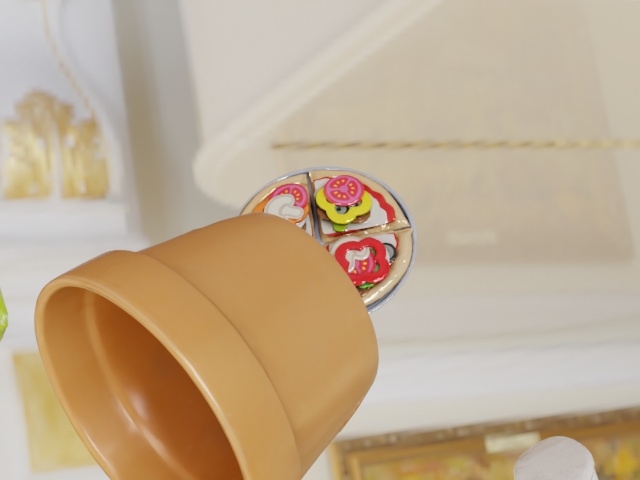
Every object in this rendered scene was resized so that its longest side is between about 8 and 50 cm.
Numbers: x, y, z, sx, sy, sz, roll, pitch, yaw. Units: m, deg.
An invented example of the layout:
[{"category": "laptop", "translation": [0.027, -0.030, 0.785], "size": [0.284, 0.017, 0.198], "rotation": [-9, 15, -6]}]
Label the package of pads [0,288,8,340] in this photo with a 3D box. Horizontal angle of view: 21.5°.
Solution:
[{"category": "package of pads", "translation": [-0.476, 0.005, 1.833], "size": [0.229, 0.296, 0.101], "rotation": [-3, 144, -30]}]

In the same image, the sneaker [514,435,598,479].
[{"category": "sneaker", "translation": [0.250, 0.271, 1.619], "size": [0.080, 0.094, 0.212], "rotation": [-25, -153, -2]}]

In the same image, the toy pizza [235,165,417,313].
[{"category": "toy pizza", "translation": [0.000, 0.000, 1.762], "size": [0.201, 0.201, 0.032], "rotation": [-9, 147, 1]}]

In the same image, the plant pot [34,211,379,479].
[{"category": "plant pot", "translation": [-0.085, 0.108, 1.507], "size": [0.203, 0.291, 0.291], "rotation": [-35, 180, -30]}]
